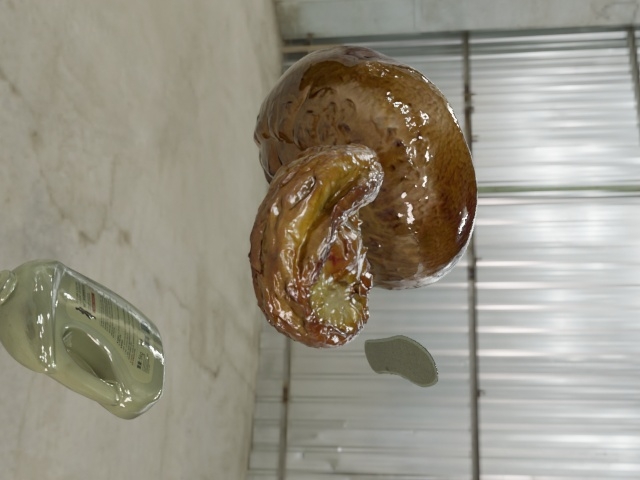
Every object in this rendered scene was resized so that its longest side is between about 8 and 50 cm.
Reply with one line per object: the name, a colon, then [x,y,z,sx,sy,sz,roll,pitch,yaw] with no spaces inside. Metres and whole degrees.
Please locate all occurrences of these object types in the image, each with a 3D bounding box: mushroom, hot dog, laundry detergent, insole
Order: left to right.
laundry detergent: [-0.307,0.110,1.000,0.253,0.091,0.181,41,19,-37]
hot dog: [-0.002,-0.002,0.421,0.147,0.065,0.099,-107,-158,-82]
mushroom: [0.043,-0.062,0.771,0.253,0.153,0.253,49,-16,19]
insole: [0.119,0.183,1.263,0.232,0.003,0.080,-8,-82,67]
